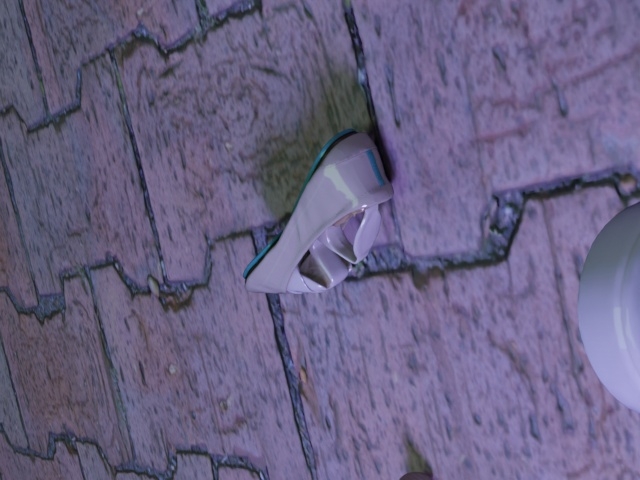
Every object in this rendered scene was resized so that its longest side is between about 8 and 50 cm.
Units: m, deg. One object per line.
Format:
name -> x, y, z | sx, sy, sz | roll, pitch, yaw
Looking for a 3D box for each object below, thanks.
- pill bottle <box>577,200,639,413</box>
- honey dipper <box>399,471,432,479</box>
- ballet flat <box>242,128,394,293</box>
pill bottle -> 0.259, 0.029, 0.683 | 0.301, 0.169, 0.169 | -5, 99, 63
honey dipper -> 0.087, 0.278, 1.307 | 0.030, 0.030, 0.161 | 38, 139, 51
ballet flat -> 0.000, 0.000, 1.281 | 0.086, 0.086, 0.248 | 65, 151, 20
